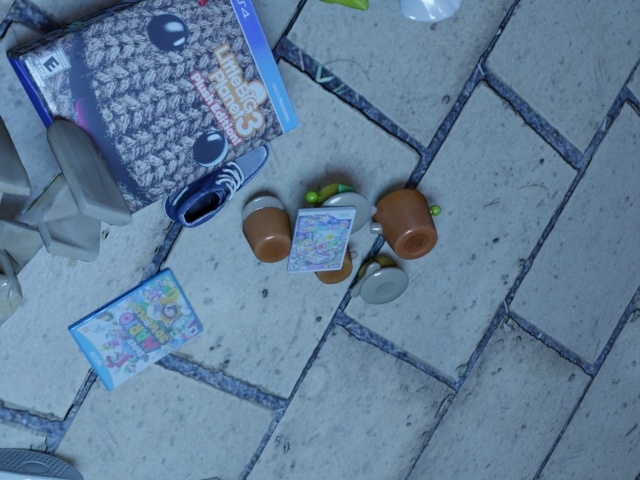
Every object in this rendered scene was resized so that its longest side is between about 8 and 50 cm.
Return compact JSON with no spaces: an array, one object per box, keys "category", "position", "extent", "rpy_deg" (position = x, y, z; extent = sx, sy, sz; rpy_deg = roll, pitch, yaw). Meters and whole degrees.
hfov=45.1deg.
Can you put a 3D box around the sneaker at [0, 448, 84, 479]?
[{"category":"sneaker","position":[-0.464,0.374,1.060],"extent":[0.256,0.094,0.151],"rpy_deg":[7,95,-20]}]

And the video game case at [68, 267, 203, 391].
[{"category":"video game case","position":[-0.271,0.132,1.147],"extent":[0.166,0.015,0.119],"rpy_deg":[-32,117,-17]}]

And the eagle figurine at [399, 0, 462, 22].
[{"category":"eagle figurine","position":[0.071,-0.444,1.055],"extent":[0.298,0.225,0.226],"rpy_deg":[35,58,-65]}]

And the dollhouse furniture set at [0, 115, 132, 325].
[{"category":"dollhouse furniture set","position":[-0.488,-0.034,0.807],"extent":[0.362,0.256,0.394],"rpy_deg":[-43,151,18]}]

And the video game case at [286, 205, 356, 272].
[{"category":"video game case","position":[0.000,0.000,1.149],"extent":[0.087,0.011,0.122],"rpy_deg":[-3,133,-18]}]

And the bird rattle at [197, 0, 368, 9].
[{"category":"bird rattle","position":[-0.043,-0.363,0.868],"extent":[0.254,0.207,0.143],"rpy_deg":[4,73,-20]}]

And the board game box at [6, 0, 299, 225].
[{"category":"board game box","position":[-0.214,-0.197,1.013],"extent":[0.291,0.141,0.232],"rpy_deg":[-32,117,-18]}]

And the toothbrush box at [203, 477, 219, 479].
[{"category":"toothbrush box","position":[-0.243,0.545,1.214],"extent":[0.206,0.122,0.283],"rpy_deg":[-3,106,-28]}]

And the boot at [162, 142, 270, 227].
[{"category":"boot","position":[-0.137,-0.083,1.118],"extent":[0.190,0.086,0.069],"rpy_deg":[-40,119,-13]}]

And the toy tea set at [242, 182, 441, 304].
[{"category":"toy tea set","position":[0.035,-0.025,1.237],"extent":[0.336,0.124,0.200],"rpy_deg":[20,123,-35]}]
